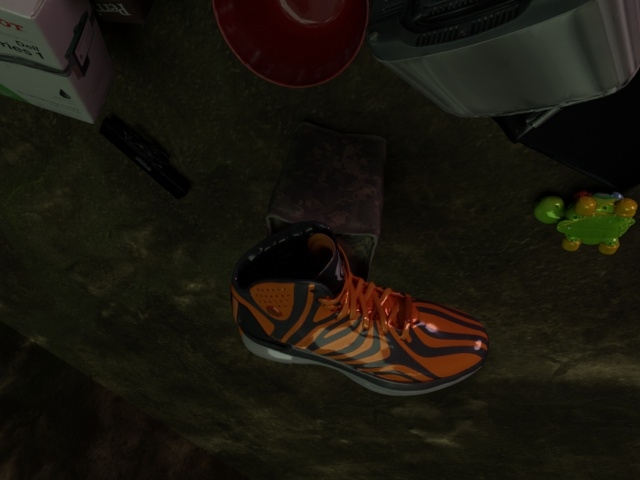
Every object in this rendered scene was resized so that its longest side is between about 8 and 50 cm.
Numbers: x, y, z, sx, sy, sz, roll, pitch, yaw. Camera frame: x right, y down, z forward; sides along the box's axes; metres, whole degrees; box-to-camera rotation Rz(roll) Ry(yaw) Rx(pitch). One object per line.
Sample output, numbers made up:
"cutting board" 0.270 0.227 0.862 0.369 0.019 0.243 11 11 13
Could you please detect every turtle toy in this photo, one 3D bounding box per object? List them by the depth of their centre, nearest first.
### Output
"turtle toy" 0.384 -0.036 0.621 0.130 0.066 0.095 6 135 15

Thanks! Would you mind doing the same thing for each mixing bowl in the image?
"mixing bowl" -0.025 -0.288 0.498 0.181 0.098 0.181 10 137 10

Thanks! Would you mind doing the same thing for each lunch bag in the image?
"lunch bag" 0.000 0.000 0.677 0.168 0.235 0.287 11 136 2

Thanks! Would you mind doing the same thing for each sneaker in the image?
"sneaker" 0.045 0.079 0.491 0.321 0.125 0.180 4 137 4

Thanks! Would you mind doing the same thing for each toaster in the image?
"toaster" 0.160 -0.185 0.342 0.227 0.129 0.146 4 169 44

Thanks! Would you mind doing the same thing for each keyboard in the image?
"keyboard" -0.320 -0.158 0.797 0.192 0.038 0.100 44 155 -25

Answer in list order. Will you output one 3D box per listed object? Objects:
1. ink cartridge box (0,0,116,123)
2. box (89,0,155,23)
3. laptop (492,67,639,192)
"ink cartridge box" -0.344 -0.241 0.473 0.160 0.093 0.219 17 166 -11
"box" -0.315 -0.383 0.363 0.191 0.143 0.381 10 167 15
"laptop" 0.348 -0.283 0.424 0.408 0.236 0.382 53 134 7
